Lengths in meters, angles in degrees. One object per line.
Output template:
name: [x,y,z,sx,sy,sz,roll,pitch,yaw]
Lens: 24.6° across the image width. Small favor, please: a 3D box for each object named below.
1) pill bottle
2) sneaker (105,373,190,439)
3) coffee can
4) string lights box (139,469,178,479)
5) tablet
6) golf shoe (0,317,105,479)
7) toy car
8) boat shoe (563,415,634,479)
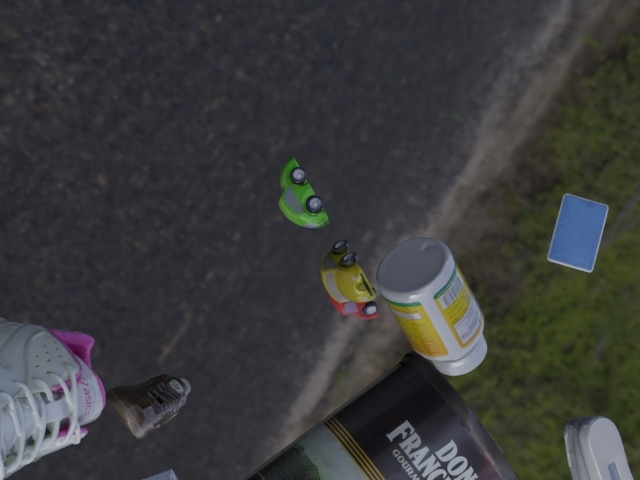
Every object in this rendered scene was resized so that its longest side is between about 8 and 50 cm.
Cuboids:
pill bottle: [0.170,0.102,2.147,0.117,0.117,0.208,-49,133,-19]
sneaker: [-0.190,0.175,1.651,0.071,0.066,0.188,-38,177,-2]
coffee can: [0.049,0.279,1.567,0.275,0.201,0.201,-36,154,-7]
string lights box: [-0.259,0.433,1.975,0.077,0.133,0.260,-13,155,-48]
tablet: [0.294,-0.009,1.675,0.006,0.054,0.083,94,12,-75]
golf shoe: [-0.216,0.107,0.975,0.306,0.140,0.115,-118,-153,-76]
toy car: [0.000,0.000,1.887,0.053,0.225,0.239,-29,171,-2]
boat shoe: [0.324,0.292,1.712,0.066,0.063,0.184,-26,101,-28]
